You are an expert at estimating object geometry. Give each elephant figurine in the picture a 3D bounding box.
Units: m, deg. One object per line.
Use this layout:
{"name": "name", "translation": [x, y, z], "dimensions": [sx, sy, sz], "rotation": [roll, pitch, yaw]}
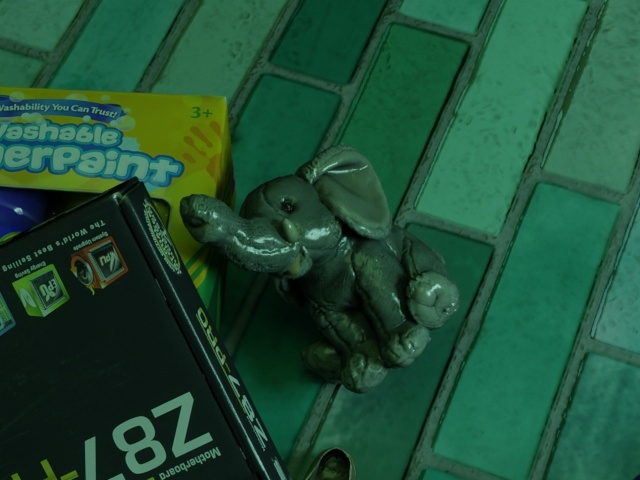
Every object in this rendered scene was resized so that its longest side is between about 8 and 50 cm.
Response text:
{"name": "elephant figurine", "translation": [0.000, 0.000, 1.449], "dimensions": [0.169, 0.186, 0.239], "rotation": [-45, 101, -8]}

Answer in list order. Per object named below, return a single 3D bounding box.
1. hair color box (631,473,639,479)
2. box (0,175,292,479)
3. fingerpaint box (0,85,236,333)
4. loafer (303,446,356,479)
{"name": "hair color box", "translation": [0.307, 0.357, 1.243], "dimensions": [0.185, 0.110, 0.339], "rotation": [15, 55, -17]}
{"name": "box", "translation": [-0.243, 0.178, 1.250], "dimensions": [0.395, 0.097, 0.318], "rotation": [-24, 99, 6]}
{"name": "fingerpaint box", "translation": [-0.313, 0.049, 1.459], "dimensions": [0.445, 0.163, 0.371], "rotation": [4, 56, 3]}
{"name": "loafer", "translation": [-0.006, 0.234, 1.397], "dimensions": [0.056, 0.050, 0.148], "rotation": [9, 56, 7]}
